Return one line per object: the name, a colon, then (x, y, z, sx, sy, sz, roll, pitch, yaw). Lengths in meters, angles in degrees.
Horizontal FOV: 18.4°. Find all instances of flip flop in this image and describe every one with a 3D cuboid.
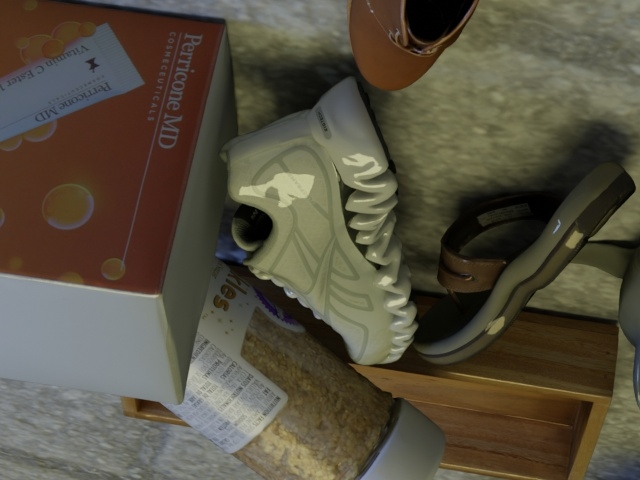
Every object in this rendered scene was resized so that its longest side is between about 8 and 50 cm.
flip flop: (0.133, 0.006, 1.436, 0.080, 0.112, 0.277, 40, 152, 1)

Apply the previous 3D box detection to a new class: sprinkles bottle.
sprinkles bottle: (-0.073, 0.091, 1.523, 0.355, 0.121, 0.121, 38, 146, -10)

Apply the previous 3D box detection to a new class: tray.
tray: (0.033, 0.111, 1.684, 0.411, 0.076, 0.203, 8, 152, 4)

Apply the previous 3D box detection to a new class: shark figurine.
shark figurine: (0.272, 0.088, 1.516, 0.166, 0.116, 0.278, -3, 147, 27)

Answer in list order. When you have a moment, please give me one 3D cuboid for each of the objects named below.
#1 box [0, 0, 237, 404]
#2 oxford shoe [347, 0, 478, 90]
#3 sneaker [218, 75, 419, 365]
box: (-0.246, -0.039, 1.353, 0.345, 0.215, 0.168, 8, 151, 5)
oxford shoe: (0.057, -0.140, 1.209, 0.076, 0.076, 0.212, 12, 154, -6)
sneaker: (0.000, 0.000, 1.423, 0.118, 0.110, 0.292, -19, 143, -3)
